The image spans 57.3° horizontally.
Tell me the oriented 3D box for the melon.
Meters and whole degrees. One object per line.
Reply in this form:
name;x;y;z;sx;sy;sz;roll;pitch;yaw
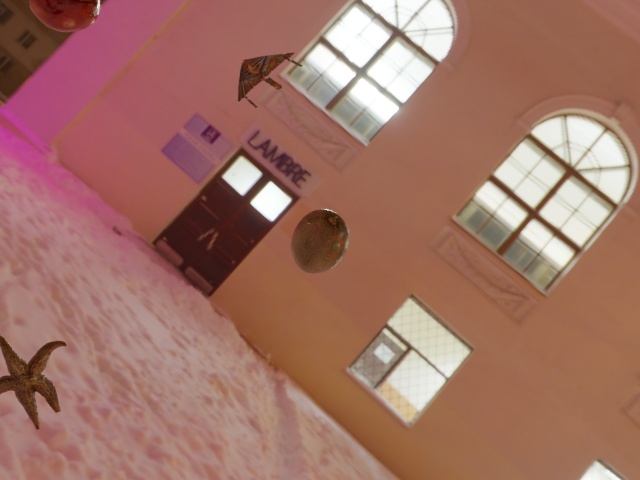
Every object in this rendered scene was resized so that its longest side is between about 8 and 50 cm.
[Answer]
melon;0.000;0.000;1.430;0.139;0.139;0.192;41;-46;11

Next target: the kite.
kite;-0.136;-0.389;1.386;0.160;0.183;0.010;21;35;-60

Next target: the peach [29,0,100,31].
peach;-0.582;-0.538;1.351;0.118;0.151;0.151;55;-7;-8

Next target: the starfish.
starfish;-0.617;0.288;1.206;0.224;0.216;0.050;64;-20;-13
